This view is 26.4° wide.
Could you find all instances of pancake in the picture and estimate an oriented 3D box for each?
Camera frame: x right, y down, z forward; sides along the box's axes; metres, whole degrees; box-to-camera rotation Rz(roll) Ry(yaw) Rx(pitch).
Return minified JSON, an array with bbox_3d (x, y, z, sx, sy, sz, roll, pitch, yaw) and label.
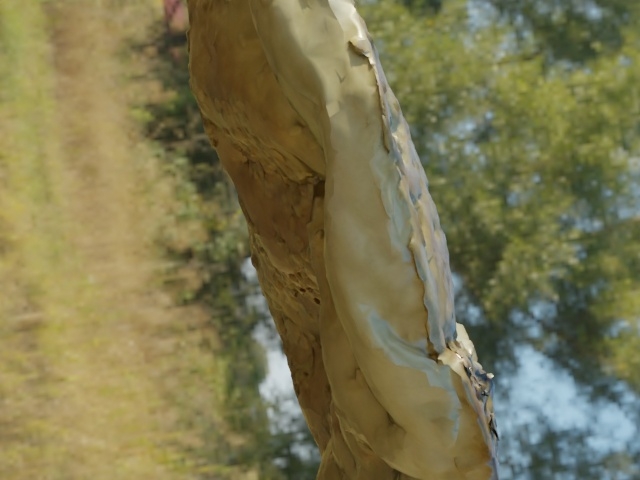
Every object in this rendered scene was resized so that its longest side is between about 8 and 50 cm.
[{"bbox_3d":[0.000,-0.001,0.668,0.387,0.082,0.387,163,-90,-84],"label":"pancake"}]
